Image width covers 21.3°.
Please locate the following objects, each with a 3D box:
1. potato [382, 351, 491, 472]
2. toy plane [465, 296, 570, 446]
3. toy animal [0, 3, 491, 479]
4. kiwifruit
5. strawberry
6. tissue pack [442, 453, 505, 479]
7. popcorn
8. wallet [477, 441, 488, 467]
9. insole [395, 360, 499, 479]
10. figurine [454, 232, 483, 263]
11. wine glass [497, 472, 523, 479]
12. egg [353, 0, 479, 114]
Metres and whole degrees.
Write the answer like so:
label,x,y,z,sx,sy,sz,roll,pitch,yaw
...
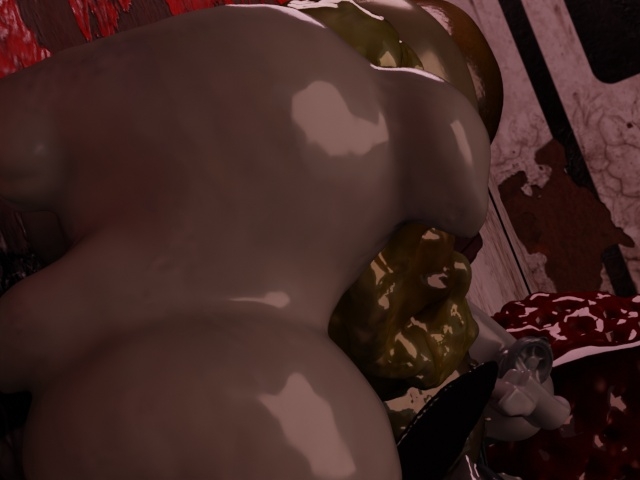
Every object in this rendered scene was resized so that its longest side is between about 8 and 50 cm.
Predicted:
label,x,y,z,sx,sy,sz,roll,pitch,yaw
potato,0.036,0.075,1.263,0.165,0.165,0.262,48,28,-57
toy plane,0.102,0.098,1.446,0.252,0.118,0.252,32,-5,3
toy animal,-0.021,0.078,0.780,0.196,0.241,0.368,70,10,-71
kiwifruit,0.106,-0.164,1.863,0.234,0.196,0.196,-95,160,-65
strawberry,0.282,0.178,1.671,0.317,0.345,0.295,25,43,-72
tissue pack,0.198,0.350,1.083,0.394,0.124,0.288,51,4,-14
popcorn,0.000,0.000,1.026,0.225,0.173,0.286,54,-26,9
wallet,0.074,0.177,1.315,0.026,0.129,0.088,29,37,-33
insole,0.024,0.161,0.982,0.348,0.009,0.119,-38,150,-49
figurine,0.047,-0.019,1.166,0.082,0.098,0.154,-41,119,-61
wine glass,0.114,0.222,1.436,0.183,0.122,0.122,49,23,-53
egg,0.053,-0.110,1.555,0.186,0.186,0.242,-66,141,-73
